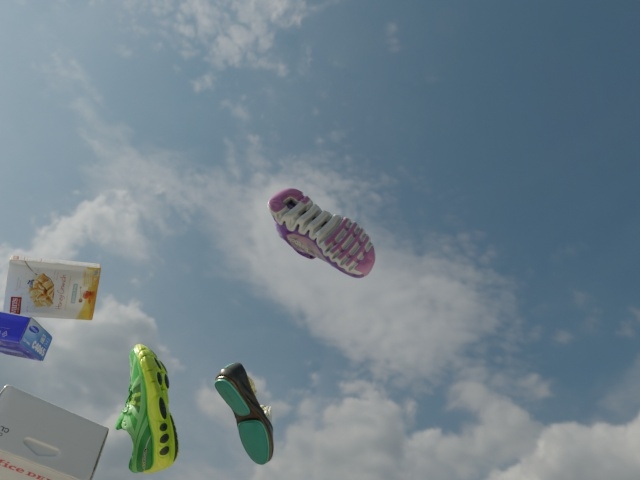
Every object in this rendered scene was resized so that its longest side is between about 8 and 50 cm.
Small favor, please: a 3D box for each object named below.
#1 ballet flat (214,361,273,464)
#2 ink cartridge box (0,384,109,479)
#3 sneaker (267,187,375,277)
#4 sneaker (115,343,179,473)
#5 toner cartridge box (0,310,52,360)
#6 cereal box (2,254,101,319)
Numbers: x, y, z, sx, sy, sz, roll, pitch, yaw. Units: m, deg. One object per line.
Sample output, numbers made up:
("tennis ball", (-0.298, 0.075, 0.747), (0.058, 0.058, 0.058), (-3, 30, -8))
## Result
("ballet flat", (-0.172, 0.428, 1.343), (0.095, 0.096, 0.281), (-10, -70, 27))
("ink cartridge box", (-0.600, 0.452, 1.050), (0.226, 0.131, 0.306), (35, -64, -23))
("sneaker", (0.000, 0.000, 1.008), (0.236, 0.095, 0.105), (35, -36, 21))
("sneaker", (-0.397, 0.361, 1.170), (0.123, 0.296, 0.109), (-22, -36, 2))
("toner cartridge box", (-0.921, 0.233, 1.415), (0.347, 0.075, 0.165), (11, -29, 0))
("cereal box", (-0.781, 0.141, 1.554), (0.240, 0.047, 0.173), (7, -75, -28))
